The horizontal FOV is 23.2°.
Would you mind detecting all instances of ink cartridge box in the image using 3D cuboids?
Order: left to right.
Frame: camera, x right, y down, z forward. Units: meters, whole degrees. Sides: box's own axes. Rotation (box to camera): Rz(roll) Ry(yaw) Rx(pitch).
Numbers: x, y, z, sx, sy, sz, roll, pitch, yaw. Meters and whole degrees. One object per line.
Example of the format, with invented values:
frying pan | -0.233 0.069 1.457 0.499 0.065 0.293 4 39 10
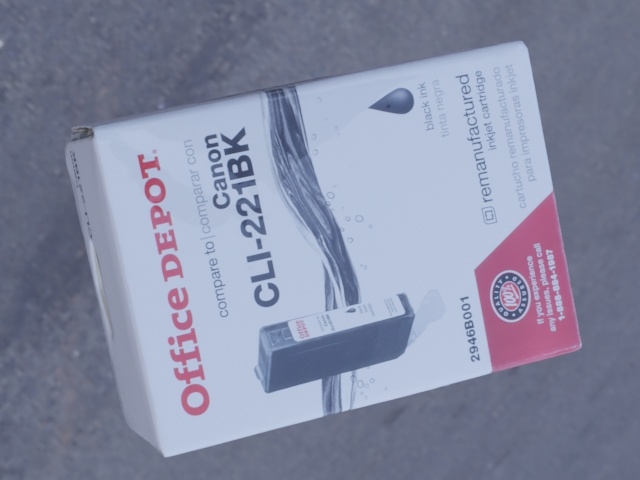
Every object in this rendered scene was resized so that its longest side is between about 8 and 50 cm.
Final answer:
ink cartridge box | 0.000 0.000 0.957 0.273 0.114 0.197 -13 96 -14
